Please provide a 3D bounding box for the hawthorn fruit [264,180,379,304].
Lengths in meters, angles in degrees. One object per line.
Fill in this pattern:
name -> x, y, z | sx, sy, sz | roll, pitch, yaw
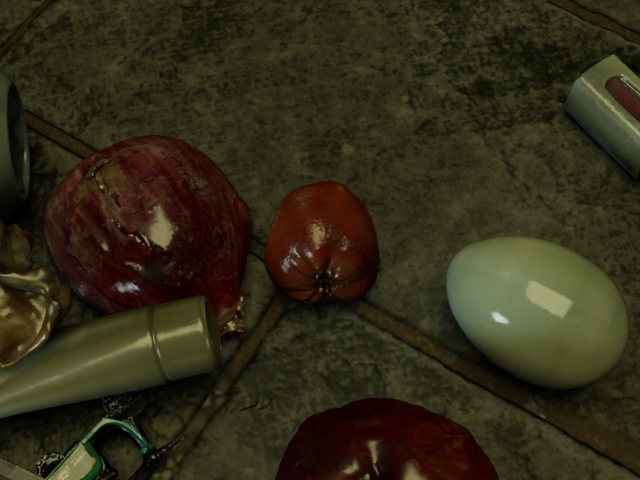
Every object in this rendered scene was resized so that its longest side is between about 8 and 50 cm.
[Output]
hawthorn fruit -> 0.000, 0.000, 1.256 | 0.132, 0.133, 0.138 | -1, 48, -1

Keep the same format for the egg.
egg -> 0.233, 0.074, 1.208 | 0.209, 0.151, 0.151 | 32, 66, 17

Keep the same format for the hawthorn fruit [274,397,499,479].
hawthorn fruit -> 0.061, 0.251, 1.055 | 0.230, 0.266, 0.210 | 14, 79, 10

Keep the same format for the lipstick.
lipstick -> 0.410, -0.109, 1.349 | 0.079, 0.077, 0.253 | -32, 68, -17

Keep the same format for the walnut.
walnut -> -0.385, 0.026, 1.151 | 0.204, 0.141, 0.238 | -31, 101, -6

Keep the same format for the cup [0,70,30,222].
cup -> -0.498, -0.101, 1.256 | 0.312, 0.205, 0.206 | -6, 63, -5

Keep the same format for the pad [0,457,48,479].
pad -> -0.320, 0.318, 1.119 | 0.266, 0.002, 0.176 | 22, 84, 10

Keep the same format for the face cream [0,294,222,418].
face cream -> -0.277, 0.135, 1.180 | 0.341, 0.084, 0.137 | -13, 32, 3

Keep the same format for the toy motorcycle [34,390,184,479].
toy motorcycle -> -0.229, 0.233, 1.170 | 0.100, 0.058, 0.173 | 38, 68, 10

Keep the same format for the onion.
onion -> -0.179, -0.005, 1.261 | 0.227, 0.120, 0.283 | -40, 70, -14
